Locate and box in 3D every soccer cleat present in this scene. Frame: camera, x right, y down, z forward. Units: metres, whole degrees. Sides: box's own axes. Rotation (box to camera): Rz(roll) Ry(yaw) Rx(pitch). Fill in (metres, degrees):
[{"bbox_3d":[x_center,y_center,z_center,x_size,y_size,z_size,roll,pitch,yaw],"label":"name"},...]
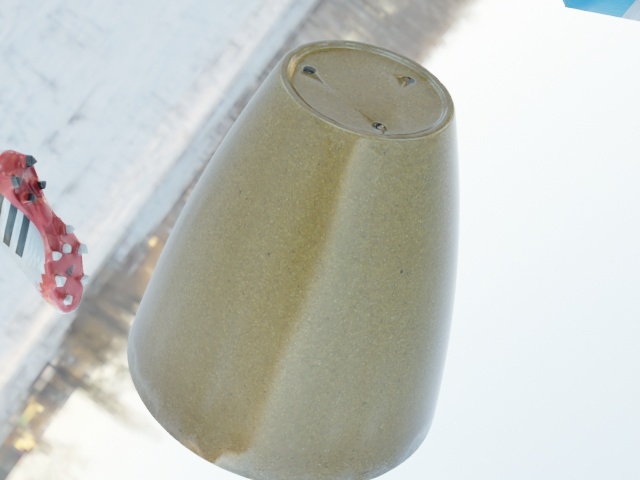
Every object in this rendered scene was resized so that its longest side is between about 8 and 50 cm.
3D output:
[{"bbox_3d":[-0.127,-0.003,0.557,0.035,0.083,0.029,0,-140,27],"label":"soccer cleat"}]

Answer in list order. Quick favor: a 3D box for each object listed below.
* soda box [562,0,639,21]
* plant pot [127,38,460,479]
[{"bbox_3d":[0.163,-0.107,0.418,0.067,0.210,0.071,-51,-133,45],"label":"soda box"},{"bbox_3d":[0.000,0.000,0.896,0.237,0.237,0.254,-62,171,-52],"label":"plant pot"}]
